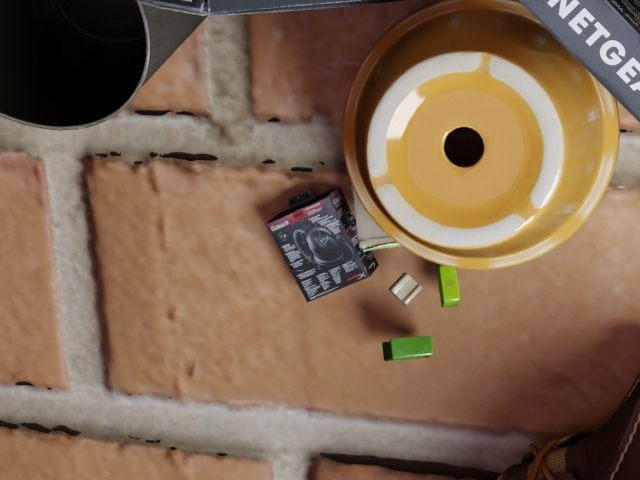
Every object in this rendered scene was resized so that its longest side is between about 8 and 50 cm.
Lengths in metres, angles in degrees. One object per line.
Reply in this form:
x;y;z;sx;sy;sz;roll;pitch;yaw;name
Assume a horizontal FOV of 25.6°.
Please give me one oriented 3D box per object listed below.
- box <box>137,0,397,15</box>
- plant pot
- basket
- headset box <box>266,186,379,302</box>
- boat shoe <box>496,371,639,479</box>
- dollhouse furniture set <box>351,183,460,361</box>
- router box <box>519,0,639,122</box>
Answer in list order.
-0.007;-0.309;0.920;0.076;0.242;0.307;17;111;41;box
0.108;-0.071;0.985;0.205;0.188;0.205;1;99;9;plant pot
-0.172;-0.191;1.037;0.204;0.227;0.154;29;115;6;basket
0.000;0.000;1.154;0.062;0.032;0.083;-24;98;24;headset box
0.196;0.218;1.120;0.123;0.123;0.342;24;120;8;boat shoe
0.068;0.019;1.127;0.076;0.058;0.151;-6;85;-3;dollhouse furniture set
0.212;-0.140;0.978;0.179;0.133;0.046;45;115;0;router box
